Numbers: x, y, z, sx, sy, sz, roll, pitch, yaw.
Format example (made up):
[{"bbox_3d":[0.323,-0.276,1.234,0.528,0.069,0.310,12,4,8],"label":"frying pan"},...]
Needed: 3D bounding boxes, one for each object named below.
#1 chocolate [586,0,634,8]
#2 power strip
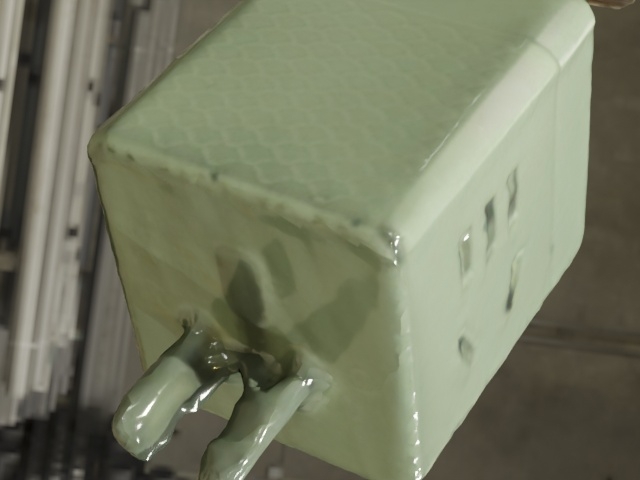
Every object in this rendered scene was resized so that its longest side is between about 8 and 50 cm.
[{"bbox_3d":[0.058,-0.193,0.831,0.157,0.253,0.080,-24,125,-76],"label":"chocolate"},{"bbox_3d":[0.000,0.000,0.576,0.224,0.139,0.140,-49,147,-38],"label":"power strip"}]
